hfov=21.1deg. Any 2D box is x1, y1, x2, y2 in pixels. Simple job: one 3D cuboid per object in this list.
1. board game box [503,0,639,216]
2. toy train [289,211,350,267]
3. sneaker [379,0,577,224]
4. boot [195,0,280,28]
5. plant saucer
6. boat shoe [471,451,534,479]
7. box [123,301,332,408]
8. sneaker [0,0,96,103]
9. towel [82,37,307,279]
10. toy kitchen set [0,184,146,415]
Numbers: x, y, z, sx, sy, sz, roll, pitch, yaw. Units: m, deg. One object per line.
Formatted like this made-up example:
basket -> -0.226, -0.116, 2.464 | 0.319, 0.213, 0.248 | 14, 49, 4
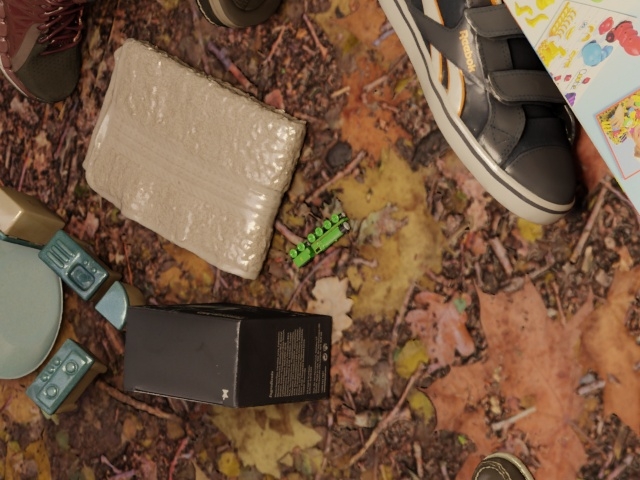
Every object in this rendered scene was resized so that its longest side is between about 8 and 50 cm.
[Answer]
board game box -> 0.271, -0.154, 1.341 | 0.144, 0.142, 0.275 | -41, 67, 31
toy train -> 0.000, 0.000, 1.809 | 0.083, 0.017, 0.024 | -39, 78, 31
sneaker -> 0.165, -0.173, 1.615 | 0.127, 0.126, 0.321 | -44, 64, 35
boot -> -0.187, -0.393, 1.876 | 0.284, 0.138, 0.377 | -12, 92, 42
plant saucer -> -0.367, 0.069, 2.074 | 0.195, 0.037, 0.195 | 0, 89, 37
boat shoe -> 0.175, 0.318, 1.645 | 0.081, 0.068, 0.228 | -10, 84, 36
box -> -0.095, 0.117, 1.793 | 0.156, 0.158, 0.093 | 5, 93, 36
sneaker -> -0.292, -0.257, 1.909 | 0.162, 0.106, 0.281 | 24, 140, 37
towel -> -0.146, -0.096, 1.900 | 0.282, 0.049, 0.187 | 28, 107, 33
toy kitchen set -> -0.324, 0.069, 1.941 | 0.207, 0.122, 0.166 | 40, 94, 16
